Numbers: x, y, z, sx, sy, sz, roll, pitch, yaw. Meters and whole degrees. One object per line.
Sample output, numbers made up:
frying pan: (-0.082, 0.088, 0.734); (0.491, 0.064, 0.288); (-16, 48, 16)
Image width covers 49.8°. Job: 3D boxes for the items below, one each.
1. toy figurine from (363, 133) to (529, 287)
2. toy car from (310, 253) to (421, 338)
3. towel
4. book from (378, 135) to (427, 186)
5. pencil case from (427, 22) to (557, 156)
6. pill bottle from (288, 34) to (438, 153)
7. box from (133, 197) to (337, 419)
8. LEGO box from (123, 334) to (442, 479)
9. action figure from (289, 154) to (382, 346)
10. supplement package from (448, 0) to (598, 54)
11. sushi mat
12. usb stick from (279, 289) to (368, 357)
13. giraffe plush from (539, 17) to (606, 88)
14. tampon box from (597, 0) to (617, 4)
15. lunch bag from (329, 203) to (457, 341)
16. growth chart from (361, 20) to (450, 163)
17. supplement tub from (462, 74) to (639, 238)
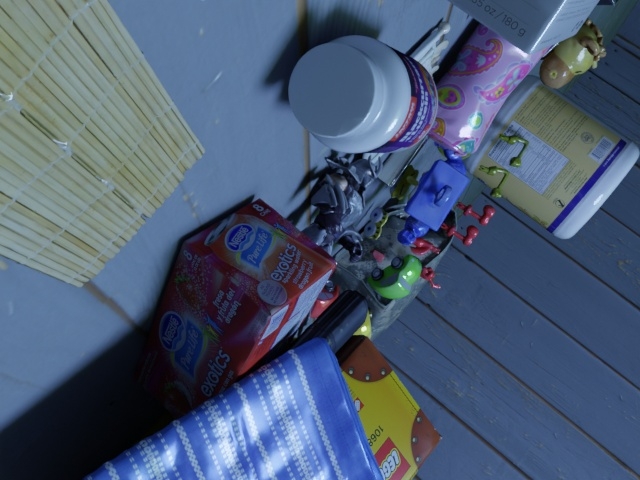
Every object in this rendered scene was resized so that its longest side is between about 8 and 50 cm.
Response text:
toy figurine: (0.234, -0.087, 1.208); (0.362, 0.191, 0.217); (-55, 179, 3)
toy car: (0.083, 0.102, 1.221); (0.225, 0.053, 0.239); (-32, 137, 17)
towel: (-0.078, 0.276, 0.703); (0.336, 0.243, 0.040); (-28, -165, -33)
book: (0.156, -0.160, 1.193); (0.144, 0.035, 0.096); (-54, 173, 10)
pencil case: (0.265, -0.266, 1.055); (0.284, 0.124, 0.124); (-52, 167, 11)
pill bottle: (0.043, -0.138, 0.668); (0.108, 0.108, 0.193); (-55, 167, 19)
box: (-0.104, 0.095, 0.786); (0.128, 0.123, 0.257); (-36, 161, -47)
LEGO box: (-0.141, 0.358, 0.912); (0.500, 0.193, 0.372); (-43, -165, -30)
action figure: (0.000, 0.000, 0.937); (0.285, 0.099, 0.185); (-54, 151, -6)
supplement package: (0.190, -0.318, 0.508); (0.175, 0.177, 0.293); (-33, 158, -54)
sushi mat: (-0.157, -0.057, 0.404); (0.151, 0.019, 0.316); (-50, 168, -8)
usb stick: (-0.039, 0.160, 0.803); (0.278, 0.045, 0.077); (-43, 166, -30)
giraffe plush: (0.396, -0.338, 1.187); (0.181, 0.170, 0.210); (-38, 162, -44)
tampon box: (0.409, -0.436, 1.003); (0.161, 0.101, 0.120); (-51, -151, -1)
lunch bag: (0.153, 0.052, 1.467); (0.287, 0.169, 0.235); (-40, 163, -25)
growth chart: (0.106, -0.183, 0.963); (0.172, 0.021, 0.237); (-45, 166, -27)
supplement tub: (0.445, -0.187, 1.420); (0.241, 0.331, 0.241); (-47, 167, -15)
